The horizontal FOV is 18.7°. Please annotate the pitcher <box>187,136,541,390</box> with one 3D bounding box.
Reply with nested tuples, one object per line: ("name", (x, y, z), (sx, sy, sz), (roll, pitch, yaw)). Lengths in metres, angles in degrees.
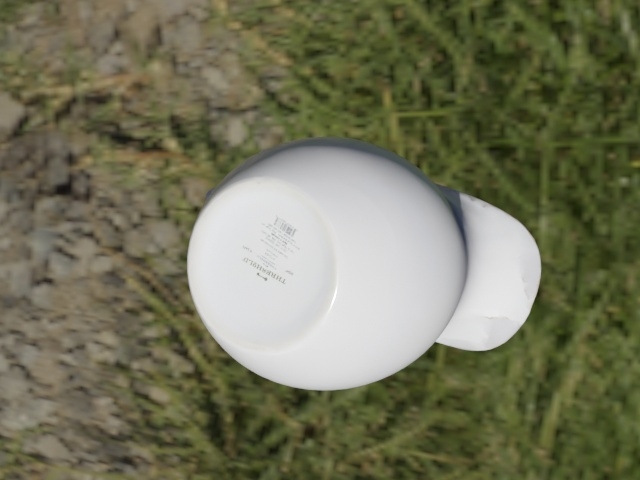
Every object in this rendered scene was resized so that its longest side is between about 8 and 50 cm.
("pitcher", (0.000, 0.000, 1.009), (0.207, 0.178, 0.125), (-2, 116, -62))
